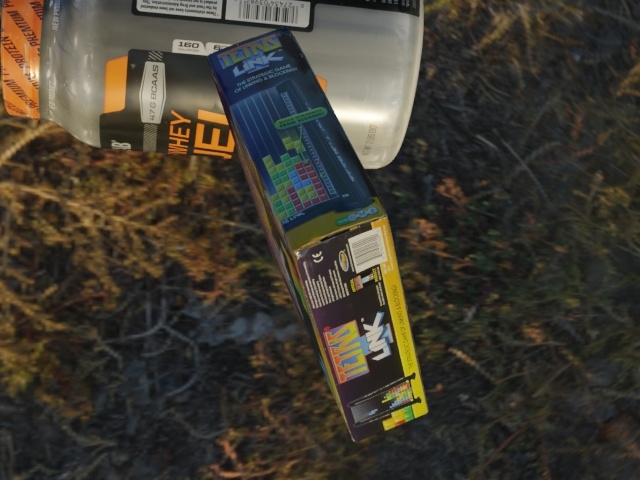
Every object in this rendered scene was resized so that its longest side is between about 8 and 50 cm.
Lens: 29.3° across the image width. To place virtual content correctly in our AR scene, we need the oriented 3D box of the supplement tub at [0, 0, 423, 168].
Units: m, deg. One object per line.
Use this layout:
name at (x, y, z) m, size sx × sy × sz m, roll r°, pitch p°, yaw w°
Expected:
supplement tub at (-0.087, -0.163, 0.987) m, size 0.316 × 0.193 × 0.194 m, roll 4°, pitch 89°, yaw -7°

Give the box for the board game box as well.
board game box at (0.000, 0.000, 0.627) m, size 0.048 × 0.170 × 0.141 m, roll -22°, pitch 50°, yaw -6°
